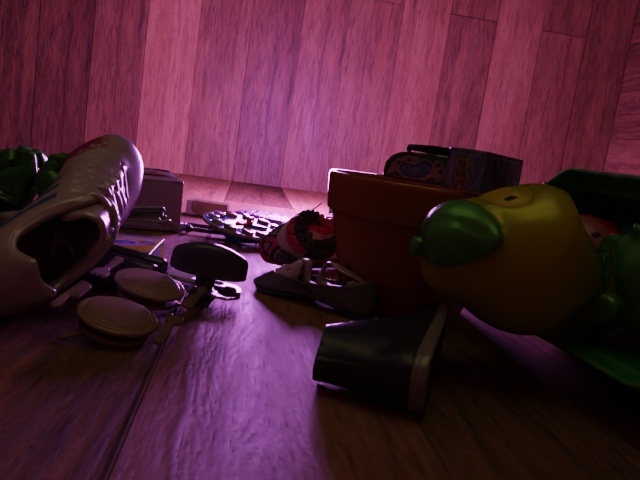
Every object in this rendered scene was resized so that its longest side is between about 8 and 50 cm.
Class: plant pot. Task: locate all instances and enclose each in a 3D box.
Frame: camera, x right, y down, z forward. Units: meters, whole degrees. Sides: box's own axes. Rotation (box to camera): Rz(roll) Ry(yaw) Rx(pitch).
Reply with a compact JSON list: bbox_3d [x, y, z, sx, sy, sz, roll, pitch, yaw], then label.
[{"bbox_3d":[0.145,0.005,0.994,0.290,0.204,0.291,8,9,-1],"label":"plant pot"}]

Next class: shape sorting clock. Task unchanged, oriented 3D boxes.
[{"bbox_3d":[-0.166,-0.034,1.398,0.206,0.040,0.206,17,15,-5],"label":"shape sorting clock"}]

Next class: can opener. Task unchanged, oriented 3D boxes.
[{"bbox_3d":[-0.240,0.023,0.852,0.283,0.095,0.076,16,10,2],"label":"can opener"}]

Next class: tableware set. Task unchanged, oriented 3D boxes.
[{"bbox_3d":[-0.220,0.080,0.715,0.128,0.039,0.194,20,14,-1],"label":"tableware set"}]

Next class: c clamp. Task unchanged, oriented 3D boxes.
[{"bbox_3d":[-0.252,-0.025,1.415,0.160,0.022,0.137,8,9,-7],"label":"c clamp"}]

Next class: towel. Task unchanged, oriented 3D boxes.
[{"bbox_3d":[-0.436,-0.026,0.968,0.324,0.038,0.248,-2,1,31],"label":"towel"}]

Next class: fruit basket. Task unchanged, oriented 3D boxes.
[{"bbox_3d":[0.300,0.018,0.729,0.392,0.283,0.392,40,-2,2],"label":"fruit basket"}]

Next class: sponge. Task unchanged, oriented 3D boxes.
[{"bbox_3d":[-0.124,-0.051,1.681,0.210,0.031,0.117,14,10,35],"label":"sponge"}]

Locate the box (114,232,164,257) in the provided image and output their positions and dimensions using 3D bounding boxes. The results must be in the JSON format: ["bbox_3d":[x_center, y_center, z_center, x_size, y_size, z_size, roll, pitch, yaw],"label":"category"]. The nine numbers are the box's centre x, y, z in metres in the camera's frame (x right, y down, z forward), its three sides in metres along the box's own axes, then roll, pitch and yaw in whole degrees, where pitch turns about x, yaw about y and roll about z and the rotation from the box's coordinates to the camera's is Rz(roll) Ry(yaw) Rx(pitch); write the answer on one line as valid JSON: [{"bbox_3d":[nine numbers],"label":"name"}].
[{"bbox_3d":[-0.315,0.023,0.978,0.105,0.043,0.179,7,10,-7],"label":"box"}]

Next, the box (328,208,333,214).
[{"bbox_3d":[0.080,-0.034,1.499,0.042,0.109,0.178,12,9,33],"label":"box"}]

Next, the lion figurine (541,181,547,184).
[{"bbox_3d":[0.536,-0.014,1.639,0.142,0.240,0.392,48,36,15],"label":"lion figurine"}]

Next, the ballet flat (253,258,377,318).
[{"bbox_3d":[-0.008,0.061,0.933,0.213,0.068,0.072,13,10,30],"label":"ballet flat"}]

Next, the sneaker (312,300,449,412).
[{"bbox_3d":[0.073,0.105,0.667,0.118,0.083,0.222,10,10,16],"label":"sneaker"}]

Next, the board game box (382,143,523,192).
[{"bbox_3d":[0.201,-0.110,0.921,0.194,0.060,0.194,11,8,17],"label":"board game box"}]

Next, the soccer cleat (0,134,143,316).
[{"bbox_3d":[-0.282,-0.031,0.749,0.143,0.116,0.331,-10,34,27],"label":"soccer cleat"}]

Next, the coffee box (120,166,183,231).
[{"bbox_3d":[-0.434,-0.109,1.464,0.168,0.119,0.297,4,10,-21],"label":"coffee box"}]

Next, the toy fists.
[{"bbox_3d":[-0.573,-0.123,1.264,0.279,0.142,0.096,10,-29,14],"label":"toy fists"}]

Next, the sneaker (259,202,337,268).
[{"bbox_3d":[0.000,0.000,1.215,0.112,0.121,0.299,-22,-17,31],"label":"sneaker"}]

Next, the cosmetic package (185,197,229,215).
[{"bbox_3d":[-0.315,-0.090,1.715,0.115,0.041,0.060,7,8,-5],"label":"cosmetic package"}]
